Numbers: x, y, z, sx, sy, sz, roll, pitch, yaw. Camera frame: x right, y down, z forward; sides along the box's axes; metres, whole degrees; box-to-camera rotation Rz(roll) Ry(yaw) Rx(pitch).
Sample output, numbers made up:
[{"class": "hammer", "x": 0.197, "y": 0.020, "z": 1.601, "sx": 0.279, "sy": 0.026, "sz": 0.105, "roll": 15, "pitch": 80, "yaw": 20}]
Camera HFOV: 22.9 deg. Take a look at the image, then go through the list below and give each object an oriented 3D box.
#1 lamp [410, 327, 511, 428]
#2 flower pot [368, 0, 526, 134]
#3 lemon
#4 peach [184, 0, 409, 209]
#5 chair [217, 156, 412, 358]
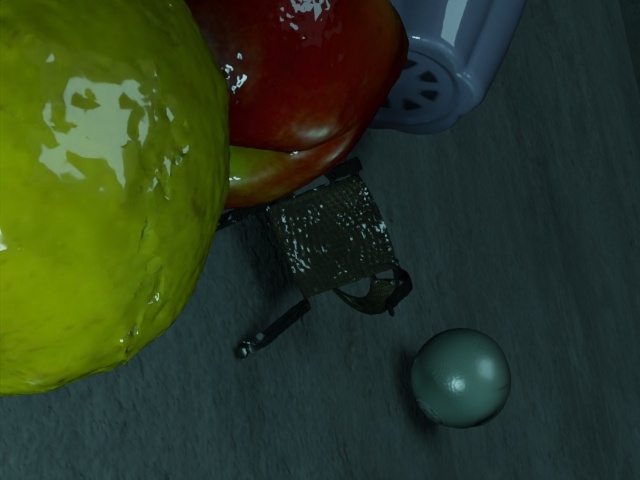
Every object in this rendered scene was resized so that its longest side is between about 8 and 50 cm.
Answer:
[{"class": "lamp", "x": 0.143, "y": 0.141, "z": 1.602, "sx": 0.105, "sy": 0.105, "sz": 0.105, "roll": 46, "pitch": 34, "yaw": -44}, {"class": "flower pot", "x": 0.088, "y": -0.257, "z": 1.633, "sx": 0.265, "sy": 0.265, "sz": 0.243, "roll": 47, "pitch": 46, "yaw": -44}, {"class": "lemon", "x": -0.172, "y": -0.051, "z": 0.878, "sx": 0.260, "sy": 0.260, "sz": 0.284, "roll": 63, "pitch": 23, "yaw": -17}, {"class": "peach", "x": -0.086, "y": -0.191, "z": 1.133, "sx": 0.281, "sy": 0.281, "sz": 0.338, "roll": 36, "pitch": 40, "yaw": -53}, {"class": "chair", "x": 0.000, "y": 0.000, "z": 1.355, "sx": 0.174, "sy": 0.149, "sz": 0.213, "roll": 66, "pitch": 20, "yaw": -8}]
